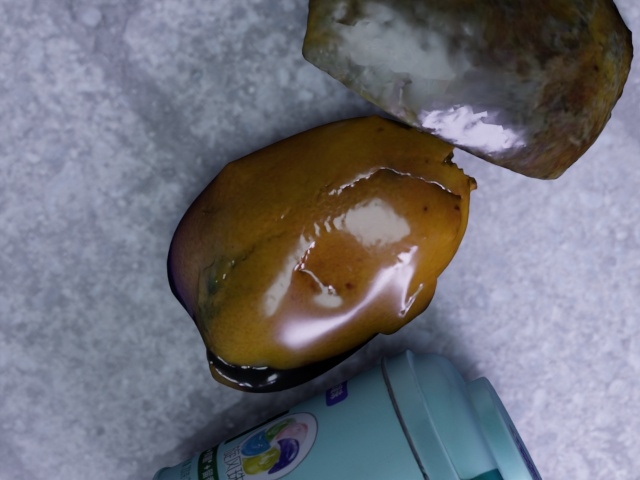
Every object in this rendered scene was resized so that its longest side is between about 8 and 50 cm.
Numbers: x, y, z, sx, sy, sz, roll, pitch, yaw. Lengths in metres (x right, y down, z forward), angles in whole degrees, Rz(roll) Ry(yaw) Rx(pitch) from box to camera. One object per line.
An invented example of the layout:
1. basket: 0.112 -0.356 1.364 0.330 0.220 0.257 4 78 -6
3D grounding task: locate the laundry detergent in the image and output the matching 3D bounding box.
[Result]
1. laundry detergent: 0.049 0.266 1.477 0.305 0.287 0.287 -27 108 5

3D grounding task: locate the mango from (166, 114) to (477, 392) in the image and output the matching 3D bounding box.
1. mango: 0.000 0.000 1.456 0.287 0.152 0.201 -28 113 6

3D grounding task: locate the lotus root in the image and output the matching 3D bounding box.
1. lotus root: 0.127 -0.179 1.413 0.314 0.142 0.210 17 105 -11
